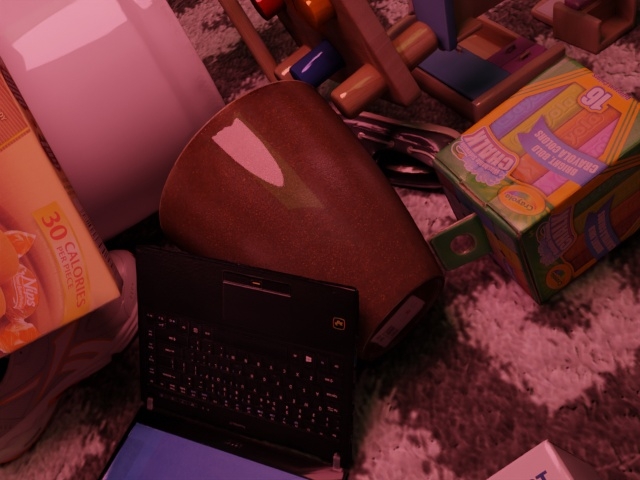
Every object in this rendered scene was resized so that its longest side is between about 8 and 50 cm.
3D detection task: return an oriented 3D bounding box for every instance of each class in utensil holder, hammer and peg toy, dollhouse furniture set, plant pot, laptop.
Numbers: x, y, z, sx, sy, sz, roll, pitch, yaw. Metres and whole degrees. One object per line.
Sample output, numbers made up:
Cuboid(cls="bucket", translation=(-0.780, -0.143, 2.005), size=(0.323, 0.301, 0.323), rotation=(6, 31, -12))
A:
Cuboid(cls="utensil holder", translation=(-0.332, -0.128, 0.852), size=(0.386, 0.327, 0.327), rotation=(-32, 49, -8))
Cuboid(cls="hammer and peg toy", translation=(-0.031, -0.279, 0.863), size=(0.127, 0.266, 0.361), rotation=(-41, 29, -5))
Cuboid(cls="dollhouse furniture set", translation=(0.191, -0.333, 0.865), size=(0.286, 0.303, 0.198), rotation=(-35, 50, -12))
Cuboid(cls="plant pot", translation=(0.000, 0.000, 0.736), size=(0.215, 0.215, 0.230), rotation=(-39, 67, -15))
Cuboid(cls="laptop", translation=(-0.103, 0.161, 0.657), size=(0.234, 0.264, 0.137), rotation=(10, 19, 25))

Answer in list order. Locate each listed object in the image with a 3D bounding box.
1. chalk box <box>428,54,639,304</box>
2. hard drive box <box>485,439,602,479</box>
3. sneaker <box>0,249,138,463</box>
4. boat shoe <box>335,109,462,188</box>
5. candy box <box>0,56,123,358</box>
Cuboid(cls="chalk box", translation=(0.202, -0.042, 0.720), size=(0.213, 0.132, 0.132), rotation=(-39, 51, -1))
Cuboid(cls="hard drive box", translation=(0.144, 0.277, 0.470), size=(0.181, 0.089, 0.232), rotation=(-41, 45, 15))
Cuboid(cls="sneaker", translation=(-0.284, 0.098, 0.781), size=(0.099, 0.121, 0.262), rotation=(18, 59, 29))
Cuboid(cls="boat shoe", translation=(0.059, -0.098, 0.865), size=(0.206, 0.075, 0.065), rotation=(7, 51, 18))
Cuboid(cls="candy box", translation=(-0.326, -0.051, 0.654), size=(0.183, 0.316, 0.087), rotation=(-28, 10, -10))
